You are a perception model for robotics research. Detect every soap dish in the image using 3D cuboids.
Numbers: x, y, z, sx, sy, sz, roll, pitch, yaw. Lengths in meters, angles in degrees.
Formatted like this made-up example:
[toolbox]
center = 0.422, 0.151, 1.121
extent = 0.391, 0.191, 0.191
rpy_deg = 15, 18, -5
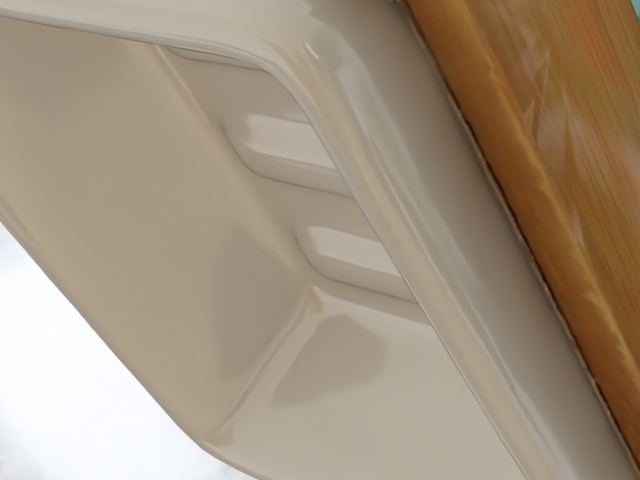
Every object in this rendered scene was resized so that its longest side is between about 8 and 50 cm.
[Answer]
[soap dish]
center = 0.005, -0.019, 0.495
extent = 0.229, 0.291, 0.118
rpy_deg = 15, 59, 40

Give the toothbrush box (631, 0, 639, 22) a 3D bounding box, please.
[toothbrush box]
center = 0.192, -0.222, 0.659
extent = 0.295, 0.126, 0.216
rpy_deg = 118, 147, -43
